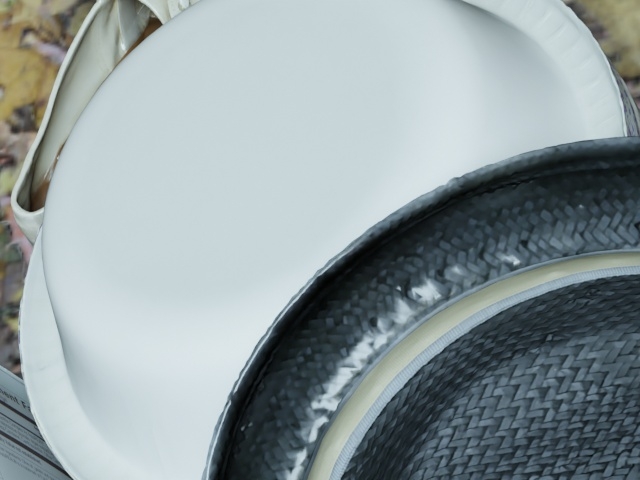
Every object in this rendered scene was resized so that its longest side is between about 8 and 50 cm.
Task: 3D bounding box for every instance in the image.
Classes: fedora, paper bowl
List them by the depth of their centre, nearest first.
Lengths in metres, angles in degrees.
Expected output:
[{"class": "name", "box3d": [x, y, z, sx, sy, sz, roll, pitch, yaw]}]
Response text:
[{"class": "fedora", "box3d": [0.128, 0.114, 0.612, 0.334, 0.152, 0.334, 0, 91, -7]}, {"class": "paper bowl", "box3d": [0.000, 0.000, 0.789, 0.284, 0.148, 0.284, -16, 51, 21]}]

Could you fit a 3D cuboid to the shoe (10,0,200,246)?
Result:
[{"class": "shoe", "box3d": [-0.086, -0.087, 0.947, 0.076, 0.058, 0.219, 22, 77, 31]}]

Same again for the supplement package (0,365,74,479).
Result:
[{"class": "supplement package", "box3d": [-0.195, 0.186, 0.784, 0.199, 0.198, 0.263, -34, 58, 7]}]
